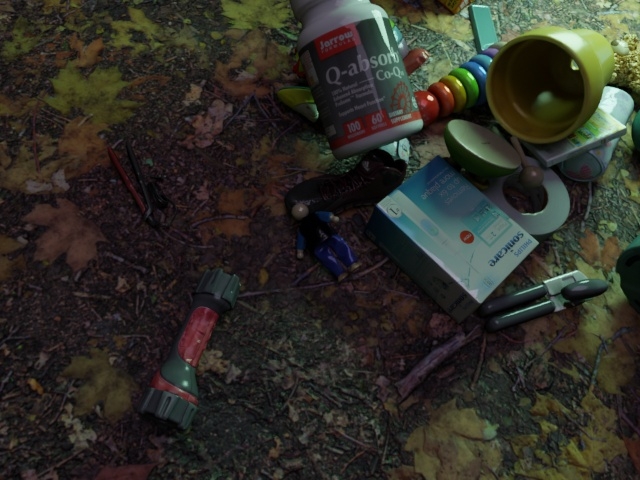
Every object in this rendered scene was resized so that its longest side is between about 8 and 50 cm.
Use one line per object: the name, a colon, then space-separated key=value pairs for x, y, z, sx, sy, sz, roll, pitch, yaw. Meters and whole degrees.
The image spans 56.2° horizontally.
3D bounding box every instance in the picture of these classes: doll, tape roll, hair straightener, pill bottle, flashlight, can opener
doll: x=0.000 y=0.000 z=1.270 sx=0.189 sy=0.129 sz=0.046 roll=53 pitch=22 yaw=7
tape roll: x=0.467 y=-0.094 z=1.412 sx=0.219 sy=0.072 sz=0.219 roll=4 pitch=63 yaw=-7
hair straightener: x=-0.373 y=-0.123 z=1.293 sx=0.089 sy=0.047 sz=0.230 roll=-26 pitch=70 yaw=-21
pill bottle: x=0.070 y=-0.375 z=1.297 sx=0.210 sy=0.210 sz=0.362 roll=-22 pitch=95 yaw=-20
flashlight: x=-0.233 y=0.196 z=1.118 sx=0.103 sy=0.103 sz=0.304 roll=20 pitch=62 yaw=2
can opener: x=0.477 y=0.123 z=1.294 sx=0.281 sy=0.093 sz=0.074 roll=-16 pitch=67 yaw=-12

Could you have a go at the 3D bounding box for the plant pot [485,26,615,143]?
plant pot: x=0.561 y=-0.387 z=1.413 sx=0.239 sy=0.254 sz=0.254 roll=-34 pitch=72 yaw=-34

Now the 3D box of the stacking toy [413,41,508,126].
stacking toy: x=0.355 y=-0.377 z=1.520 sx=0.330 sy=0.141 sz=0.141 roll=-30 pitch=71 yaw=-15

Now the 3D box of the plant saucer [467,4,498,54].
plant saucer: x=0.469 y=-0.604 z=1.713 sx=0.067 sy=0.018 sz=0.192 roll=2 pitch=61 yaw=-9

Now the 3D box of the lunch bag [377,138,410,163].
lunch bag: x=0.174 y=-0.221 z=1.439 sx=0.083 sy=0.053 sz=0.071 roll=16 pitch=63 yaw=-10

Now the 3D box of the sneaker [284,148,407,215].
sneaker: x=0.062 y=-0.139 z=1.312 sx=0.282 sy=0.162 sz=0.106 roll=-13 pitch=65 yaw=-16

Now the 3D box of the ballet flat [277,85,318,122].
ballet flat: x=0.009 y=-0.324 z=1.456 sx=0.231 sy=0.077 sz=0.077 roll=4 pitch=78 yaw=-10

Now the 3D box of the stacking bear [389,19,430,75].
stacking bear: x=0.097 y=-0.499 z=1.452 sx=0.175 sy=0.164 sz=0.289 roll=-42 pitch=105 yaw=9

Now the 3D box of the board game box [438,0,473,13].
board game box: x=0.415 y=-0.950 z=1.692 sx=0.356 sy=0.356 sz=0.356 roll=44 pitch=64 yaw=13

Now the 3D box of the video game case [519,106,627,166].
video game case: x=0.592 y=-0.286 z=1.481 sx=0.206 sy=0.026 sz=0.227 roll=-23 pitch=43 yaw=0

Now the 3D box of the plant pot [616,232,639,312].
plant pot: x=0.853 y=0.022 z=1.290 sx=0.334 sy=0.341 sz=0.341 roll=-35 pitch=73 yaw=-16

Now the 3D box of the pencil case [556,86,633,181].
pencil case: x=0.698 y=-0.274 z=1.525 sx=0.124 sy=0.113 sz=0.273 roll=25 pitch=60 yaw=18

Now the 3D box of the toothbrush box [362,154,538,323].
toothbrush box: x=0.278 y=-0.006 z=1.302 sx=0.216 sy=0.126 sz=0.295 roll=-38 pitch=76 yaw=-25

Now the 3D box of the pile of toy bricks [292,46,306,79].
pile of toy bricks: x=-0.021 y=-0.487 z=1.531 sx=0.105 sy=0.118 sz=0.212 roll=-6 pitch=70 yaw=26

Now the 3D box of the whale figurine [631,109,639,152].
whale figurine: x=0.920 y=-0.286 z=1.579 sx=0.272 sy=0.141 sz=0.216 roll=-20 pitch=66 yaw=-46

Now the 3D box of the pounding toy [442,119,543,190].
pounding toy: x=0.364 y=-0.172 z=1.355 sx=0.237 sy=0.110 sz=0.183 roll=10 pitch=38 yaw=-24

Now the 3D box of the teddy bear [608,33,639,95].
teddy bear: x=0.910 y=-0.486 z=1.676 sx=0.338 sy=0.113 sz=0.245 roll=24 pitch=59 yaw=3
